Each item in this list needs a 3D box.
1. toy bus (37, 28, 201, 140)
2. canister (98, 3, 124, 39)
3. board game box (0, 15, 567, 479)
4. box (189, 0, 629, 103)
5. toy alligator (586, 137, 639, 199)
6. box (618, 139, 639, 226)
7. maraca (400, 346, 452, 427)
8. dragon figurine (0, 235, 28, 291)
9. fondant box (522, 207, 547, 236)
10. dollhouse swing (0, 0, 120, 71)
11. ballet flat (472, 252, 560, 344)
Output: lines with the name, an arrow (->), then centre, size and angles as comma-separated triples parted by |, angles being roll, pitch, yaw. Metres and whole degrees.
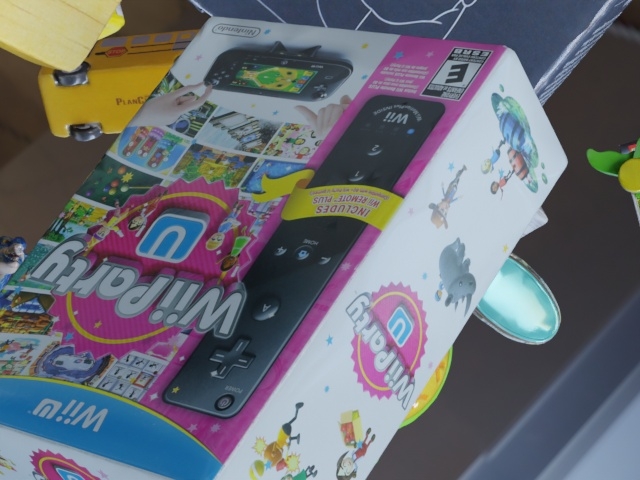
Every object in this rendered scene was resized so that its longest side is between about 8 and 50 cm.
toy bus -> -0.224, -0.228, 2.584 | 0.333, 0.130, 0.108 | -4, 123, 11
canister -> -0.237, -0.258, 1.557 | 0.073, 0.126, 0.170 | -20, 81, 28
board game box -> -0.039, 0.020, 0.993 | 0.224, 0.303, 0.097 | 10, 146, 39
box -> 0.129, -0.276, 1.500 | 0.293, 0.212, 0.395 | 42, 111, 5
toy alligator -> 0.307, -0.035, 1.505 | 0.190, 0.051, 0.056 | 37, -172, 19
box -> 0.352, 0.003, 1.858 | 0.207, 0.036, 0.114 | 62, -164, -47
maraca -> 0.052, 0.129, 1.740 | 0.127, 0.185, 0.099 | 40, 166, -11
dragon figurine -> -0.348, 0.090, 1.790 | 0.085, 0.144, 0.289 | 22, 149, -3
fondant box -> 0.078, -0.050, 2.253 | 0.238, 0.330, 0.096 | 63, -170, 15
dollhouse swing -> -0.373, -0.143, 1.322 | 0.347, 0.305, 0.315 | 15, 176, 25
ballet flat -> 0.150, 0.030, 1.871 | 0.221, 0.077, 0.079 | 32, 175, -16
